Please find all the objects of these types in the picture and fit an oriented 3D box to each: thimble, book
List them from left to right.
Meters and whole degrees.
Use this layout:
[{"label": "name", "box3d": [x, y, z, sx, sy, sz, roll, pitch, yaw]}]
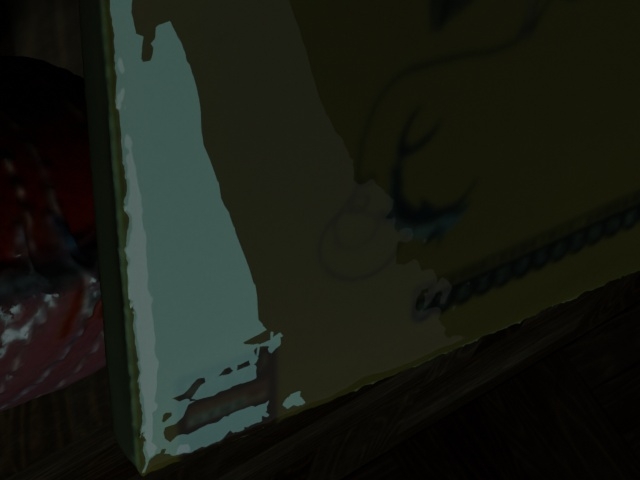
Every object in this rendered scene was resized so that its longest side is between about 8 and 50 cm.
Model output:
[{"label": "thimble", "box3d": [-0.173, 0.002, 0.766, 0.125, 0.163, 0.189, -16, 170, -47]}, {"label": "book", "box3d": [0.040, -0.122, 0.528, 0.269, 0.032, 0.389, -21, 128, -27]}]
